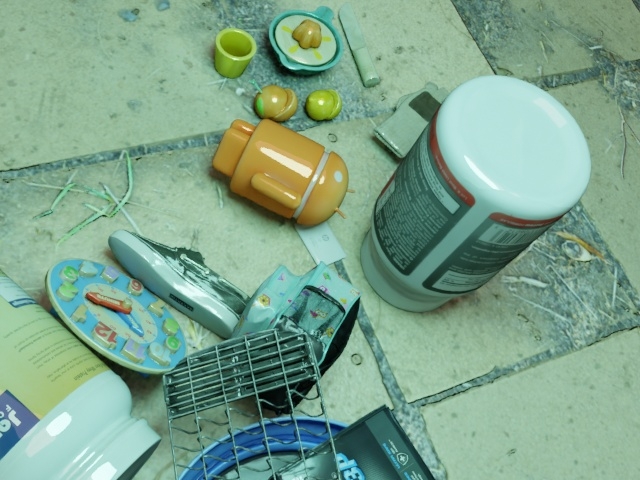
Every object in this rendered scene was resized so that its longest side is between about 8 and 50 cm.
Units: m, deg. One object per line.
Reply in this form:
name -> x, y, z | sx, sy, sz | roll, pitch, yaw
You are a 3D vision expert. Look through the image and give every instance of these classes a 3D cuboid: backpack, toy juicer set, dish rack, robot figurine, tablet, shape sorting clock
backpack -> -0.031, 0.117, 1.036 | 0.144, 0.166, 0.188 | 37, 39, 11
toy juicer set -> -0.004, -0.316, 1.331 | 0.329, 0.089, 0.209 | -28, 74, -30
dish rack -> -0.073, 0.242, 0.873 | 0.208, 0.074, 0.271 | -16, 62, 2
robot figurine -> -0.051, -0.104, 1.175 | 0.219, 0.158, 0.128 | 27, 79, -4
tablet -> 0.000, 0.000, 1.207 | 0.054, 0.006, 0.083 | -22, 72, -28
shape sorting clock -> -0.254, 0.092, 0.979 | 0.206, 0.040, 0.206 | 37, 18, -14

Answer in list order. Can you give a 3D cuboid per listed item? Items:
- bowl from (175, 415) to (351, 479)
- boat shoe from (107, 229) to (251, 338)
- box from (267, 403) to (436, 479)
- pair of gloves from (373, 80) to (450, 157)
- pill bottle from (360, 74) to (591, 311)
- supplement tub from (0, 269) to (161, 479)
bowl -> -0.023, 0.413, 0.930 | 0.391, 0.077, 0.391 | 9, 60, -15
boat shoe -> -0.194, 0.048, 1.075 | 0.219, 0.078, 0.070 | 38, 57, -6
box -> 0.066, 0.335, 0.927 | 0.175, 0.051, 0.220 | -24, 72, -28
pair of gloves -> 0.224, -0.167, 1.359 | 0.240, 0.042, 0.204 | 39, 54, 2
pill bottle -> 0.194, -0.044, 1.087 | 0.210, 0.363, 0.210 | 8, 61, -15
supplement tub -> -0.356, 0.187, 0.845 | 0.316, 0.228, 0.228 | 40, 57, 5
